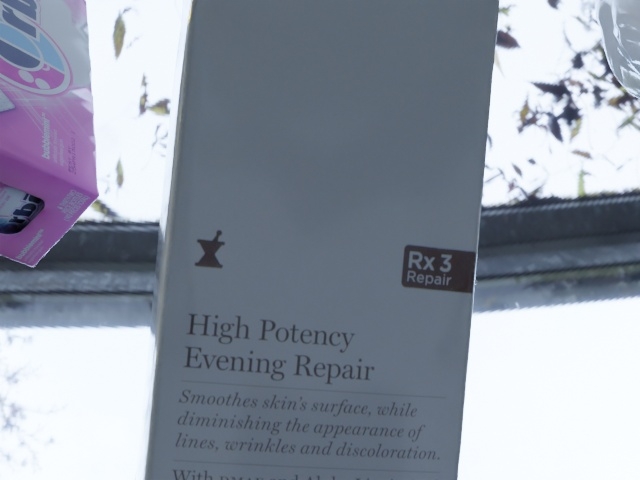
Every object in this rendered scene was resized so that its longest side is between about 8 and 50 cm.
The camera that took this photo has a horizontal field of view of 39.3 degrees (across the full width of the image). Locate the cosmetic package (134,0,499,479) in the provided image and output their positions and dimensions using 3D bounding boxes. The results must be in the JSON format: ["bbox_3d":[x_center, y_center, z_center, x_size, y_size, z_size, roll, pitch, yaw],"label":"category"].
[{"bbox_3d":[-0.005,-0.004,0.349,0.117,0.085,0.231,4,-90,-13],"label":"cosmetic package"}]

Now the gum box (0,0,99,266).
[{"bbox_3d":[-0.180,-0.081,0.466,0.107,0.188,0.062,27,-57,-37],"label":"gum box"}]

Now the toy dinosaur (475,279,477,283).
[{"bbox_3d":[0.000,0.000,0.908,0.296,0.127,0.200,36,-103,-7],"label":"toy dinosaur"}]

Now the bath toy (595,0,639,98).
[{"bbox_3d":[0.309,-0.097,0.415,0.348,0.129,0.151,11,-65,7],"label":"bath toy"}]
